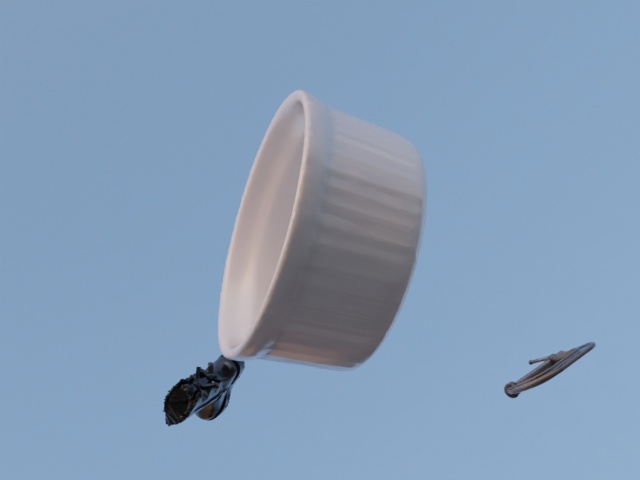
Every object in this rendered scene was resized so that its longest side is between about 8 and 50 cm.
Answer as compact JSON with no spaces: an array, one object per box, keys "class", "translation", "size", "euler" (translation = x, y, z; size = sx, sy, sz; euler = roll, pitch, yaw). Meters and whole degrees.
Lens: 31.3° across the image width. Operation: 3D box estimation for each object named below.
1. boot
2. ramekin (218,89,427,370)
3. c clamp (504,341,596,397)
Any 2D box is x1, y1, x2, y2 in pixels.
[{"class":"boot","translation":[-0.142,0.183,1.311],"size":[0.045,0.099,0.121],"euler":[42,-51,12]},{"class":"ramekin","translation":[0.000,0.000,1.155],"size":[0.135,0.277,0.277],"euler":[16,-70,-14]},{"class":"c clamp","translation":[0.300,0.175,1.526],"size":[0.137,0.161,0.022],"euler":[-29,-94,41]}]
